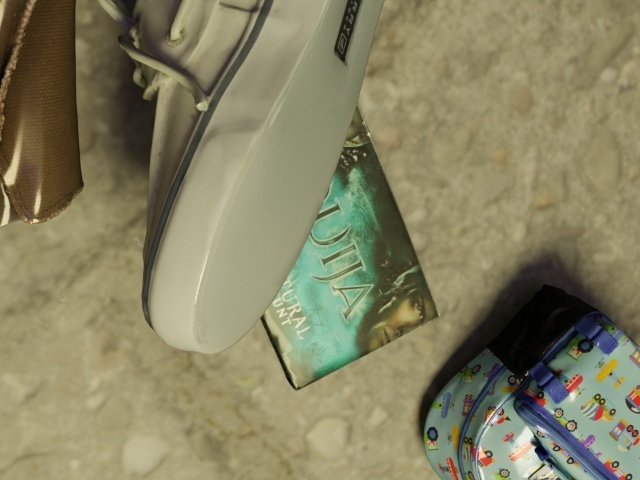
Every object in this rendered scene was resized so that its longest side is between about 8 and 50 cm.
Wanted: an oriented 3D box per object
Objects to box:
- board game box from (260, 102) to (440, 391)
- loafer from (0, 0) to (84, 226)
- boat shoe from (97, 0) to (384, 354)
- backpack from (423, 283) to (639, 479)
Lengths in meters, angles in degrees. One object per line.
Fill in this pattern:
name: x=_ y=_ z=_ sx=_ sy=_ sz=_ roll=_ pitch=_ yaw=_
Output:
board game box: x=0.000 y=0.000 z=0.678 sx=0.126 sy=0.026 sz=0.186 roll=-26 pitch=107 yaw=-11
loafer: x=-0.199 y=-0.073 z=0.556 sx=0.130 sy=0.134 sz=0.366 roll=22 pitch=104 yaw=-23
boat shoe: x=-0.064 y=-0.122 z=0.571 sx=0.156 sy=0.136 sz=0.367 roll=14 pitch=82 yaw=21
backpack: x=0.175 y=0.145 z=0.717 sx=0.173 sy=0.117 sz=0.158 roll=-43 pitch=109 yaw=-3
